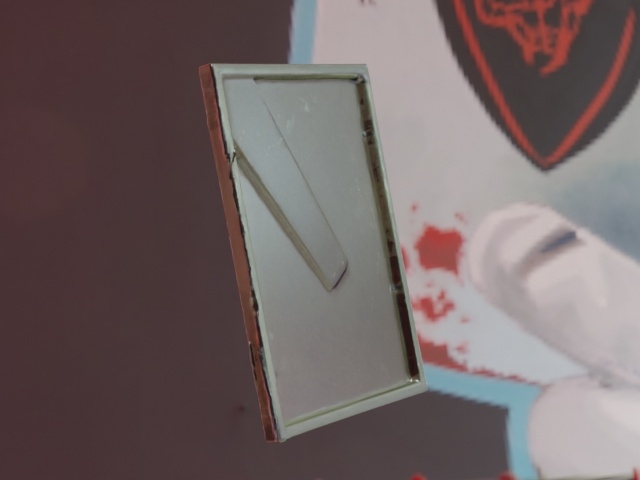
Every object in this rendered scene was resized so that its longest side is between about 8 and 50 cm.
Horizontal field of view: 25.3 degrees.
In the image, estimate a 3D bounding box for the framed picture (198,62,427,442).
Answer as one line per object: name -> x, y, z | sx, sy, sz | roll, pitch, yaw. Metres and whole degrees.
framed picture -> 0.000, 0.000, 0.589 | 0.011, 0.149, 0.109 | -12, -2, 35
